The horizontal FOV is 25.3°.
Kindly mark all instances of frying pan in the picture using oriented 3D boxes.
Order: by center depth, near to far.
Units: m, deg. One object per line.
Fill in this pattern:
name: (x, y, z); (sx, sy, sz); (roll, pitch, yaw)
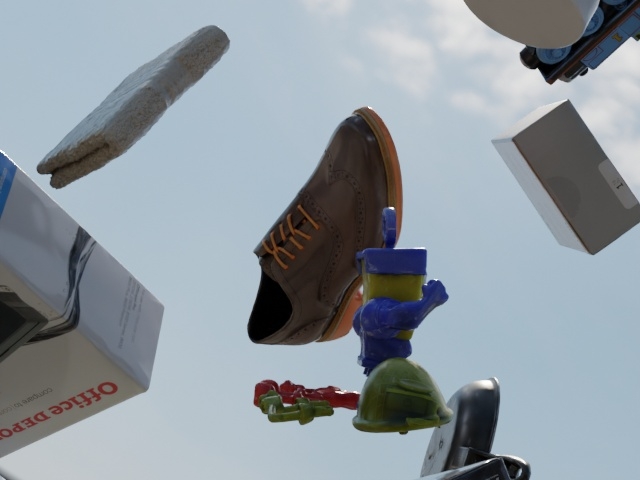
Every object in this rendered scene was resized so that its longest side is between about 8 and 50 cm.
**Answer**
frying pan: (0.150, 0.258, 1.519); (0.053, 0.197, 0.326); (19, 14, -3)

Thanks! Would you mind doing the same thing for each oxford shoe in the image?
oxford shoe: (0.000, 0.000, 1.723); (0.130, 0.132, 0.364); (51, -40, 36)

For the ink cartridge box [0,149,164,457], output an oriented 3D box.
ink cartridge box: (-0.435, 0.075, 1.834); (0.285, 0.166, 0.395); (-25, -53, 26)

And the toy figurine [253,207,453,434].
toy figurine: (0.040, 0.070, 1.426); (0.191, 0.217, 0.362); (7, -3, 0)

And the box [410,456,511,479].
box: (0.099, 0.278, 1.126); (0.231, 0.056, 0.183); (-34, -103, 61)

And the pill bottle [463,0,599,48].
pill bottle: (0.157, -0.214, 0.850); (0.108, 0.194, 0.108); (25, -19, 9)

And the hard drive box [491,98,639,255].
hard drive box: (0.319, -0.083, 1.869); (0.181, 0.089, 0.232); (55, 2, -3)

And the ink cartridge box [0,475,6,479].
ink cartridge box: (-0.449, 0.396, 1.776); (0.086, 0.203, 0.148); (42, -7, -10)

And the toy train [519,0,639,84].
toy train: (0.318, -0.256, 1.667); (0.105, 0.184, 0.080); (30, 26, -36)

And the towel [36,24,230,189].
towel: (-0.216, -0.145, 1.621); (0.049, 0.187, 0.282); (47, -22, -14)
